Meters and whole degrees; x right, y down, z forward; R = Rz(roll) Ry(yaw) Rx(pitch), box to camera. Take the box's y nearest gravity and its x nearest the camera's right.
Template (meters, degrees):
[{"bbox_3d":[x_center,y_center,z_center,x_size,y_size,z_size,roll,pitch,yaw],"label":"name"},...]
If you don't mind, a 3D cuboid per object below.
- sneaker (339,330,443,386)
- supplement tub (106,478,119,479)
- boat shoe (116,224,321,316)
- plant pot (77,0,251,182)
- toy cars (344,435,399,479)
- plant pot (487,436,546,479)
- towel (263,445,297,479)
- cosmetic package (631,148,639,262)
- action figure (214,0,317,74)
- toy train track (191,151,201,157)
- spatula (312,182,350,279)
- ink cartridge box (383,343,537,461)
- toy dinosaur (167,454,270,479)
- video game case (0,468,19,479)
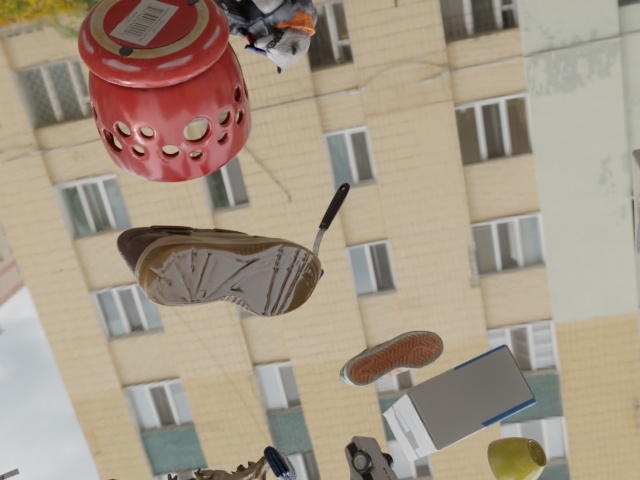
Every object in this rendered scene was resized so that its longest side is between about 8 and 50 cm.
[{"bbox_3d":[0.190,0.323,1.954,0.302,0.108,0.121,-15,175,-17],"label":"sneaker"},{"bbox_3d":[-0.233,0.410,0.963,0.117,0.190,0.117,-32,-148,23],"label":"supplement tub"},{"bbox_3d":[-0.138,0.031,1.021,0.123,0.123,0.342,32,-162,38],"label":"boat shoe"},{"bbox_3d":[-0.182,-0.192,0.838,0.191,0.174,0.191,1,-125,-1],"label":"plant pot"},{"bbox_3d":[0.163,0.505,1.200,0.087,0.394,0.176,-41,-173,13],"label":"toy cars"},{"bbox_3d":[0.481,0.525,1.686,0.095,0.134,0.134,-40,-179,34],"label":"plant pot"},{"bbox_3d":[-0.075,0.428,1.352,0.029,0.119,0.067,-33,-113,-5],"label":"towel"},{"bbox_3d":[0.502,-0.021,0.910,0.151,0.184,0.151,-10,-145,14],"label":"cosmetic package"},{"bbox_3d":[-0.112,-0.437,1.146,0.178,0.330,0.341,-21,179,32],"label":"action figure"},{"bbox_3d":[-0.243,-0.180,1.490,0.083,0.014,0.048,-3,-168,-44],"label":"toy train track"},{"bbox_3d":[0.000,0.000,1.569,0.084,0.030,0.296,14,-105,41],"label":"spatula"},{"bbox_3d":[0.274,0.344,1.453,0.223,0.129,0.307,-23,162,-12],"label":"ink cartridge box"},{"bbox_3d":[-0.244,0.572,1.583,0.295,0.127,0.200,-17,163,14],"label":"toy dinosaur"},{"bbox_3d":[-0.515,0.368,1.029,0.087,0.011,0.122,-25,171,15],"label":"video game case"}]
